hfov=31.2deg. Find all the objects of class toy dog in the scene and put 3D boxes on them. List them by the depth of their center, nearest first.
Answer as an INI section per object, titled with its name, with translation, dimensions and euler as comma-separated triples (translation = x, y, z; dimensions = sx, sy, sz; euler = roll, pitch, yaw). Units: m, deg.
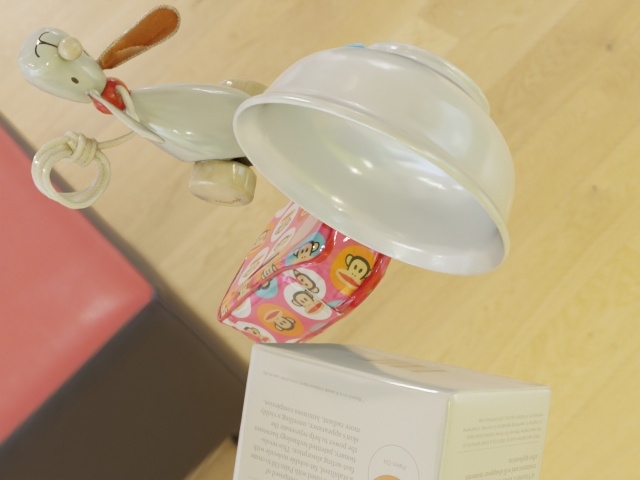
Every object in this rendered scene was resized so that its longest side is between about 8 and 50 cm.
[toy dog]
translation = -0.168, -0.158, 1.337
dimensions = 0.161, 0.334, 0.220
euler = -21, 74, 51

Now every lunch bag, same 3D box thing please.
[lunch bag]
translation = 0.000, 0.000, 1.509
dimensions = 0.293, 0.120, 0.258
euler = -34, 25, 52

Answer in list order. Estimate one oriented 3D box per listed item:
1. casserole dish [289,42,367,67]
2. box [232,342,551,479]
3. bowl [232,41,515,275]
[casserole dish]
translation = 0.014, -0.204, 1.586
dimensions = 0.188, 0.037, 0.114
euler = -9, 70, 42
[box]
translation = 0.046, 0.276, 0.992
dimensions = 0.215, 0.168, 0.345
euler = 10, 92, 39
[bowl]
translation = 0.073, -0.099, 1.116
dimensions = 0.298, 0.298, 0.134
euler = 16, 69, 36
